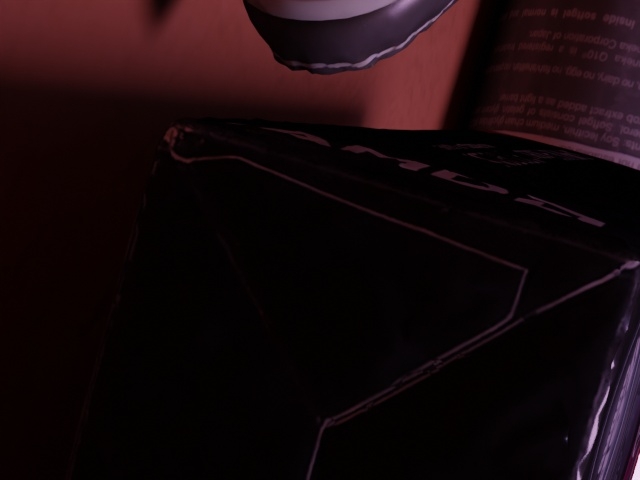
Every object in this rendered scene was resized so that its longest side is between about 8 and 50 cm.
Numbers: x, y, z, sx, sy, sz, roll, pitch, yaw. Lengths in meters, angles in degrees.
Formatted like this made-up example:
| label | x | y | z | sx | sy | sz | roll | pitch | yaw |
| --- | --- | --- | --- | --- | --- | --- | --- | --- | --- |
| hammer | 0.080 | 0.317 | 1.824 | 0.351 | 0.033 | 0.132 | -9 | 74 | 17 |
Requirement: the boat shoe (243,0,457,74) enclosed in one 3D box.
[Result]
| label | x | y | z | sx | sy | sz | roll | pitch | yaw |
| --- | --- | --- | --- | --- | --- | --- | --- | --- | --- |
| boat shoe | 0.035 | -0.112 | 0.532 | 0.069 | 0.081 | 0.228 | 86 | 22 | -43 |

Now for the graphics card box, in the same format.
| label | x | y | z | sx | sy | sz | roll | pitch | yaw |
| --- | --- | --- | --- | --- | --- | --- | --- | --- | --- |
| graphics card box | 0.023 | 0.088 | 0.495 | 0.371 | 0.094 | 0.233 | -7 | 115 | -76 |

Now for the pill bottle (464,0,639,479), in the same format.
| label | x | y | z | sx | sy | sz | roll | pitch | yaw |
| --- | --- | --- | --- | --- | --- | --- | --- | --- | --- |
| pill bottle | 0.140 | -0.024 | 0.848 | 0.162 | 0.162 | 0.278 | 34 | 72 | -74 |
